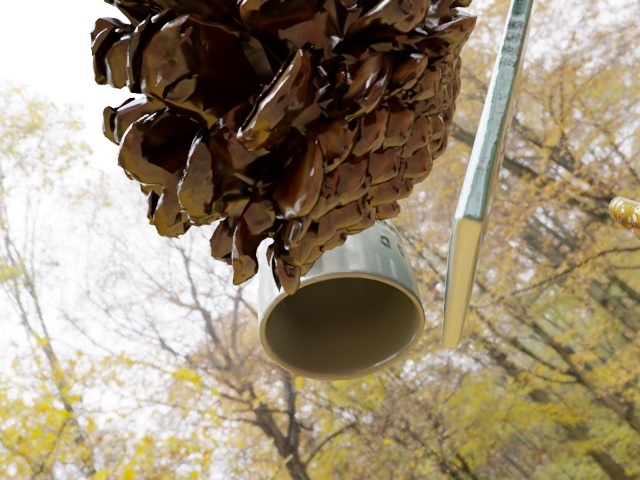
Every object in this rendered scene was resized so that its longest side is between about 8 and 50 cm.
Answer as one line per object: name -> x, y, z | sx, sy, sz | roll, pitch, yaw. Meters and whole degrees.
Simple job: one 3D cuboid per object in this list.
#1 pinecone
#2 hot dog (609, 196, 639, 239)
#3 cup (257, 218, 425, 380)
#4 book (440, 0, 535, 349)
pinecone -> -0.026, -0.088, 0.411 | 0.221, 0.221, 0.221 | -33, -31, -23
hot dog -> 0.280, -0.005, 0.609 | 0.044, 0.137, 0.028 | 22, -79, -20
cup -> 0.000, 0.000, 0.904 | 0.187, 0.234, 0.258 | -20, -46, 12
book -> 0.192, -0.097, 0.864 | 0.264, 0.031, 0.379 | 83, -157, -57
